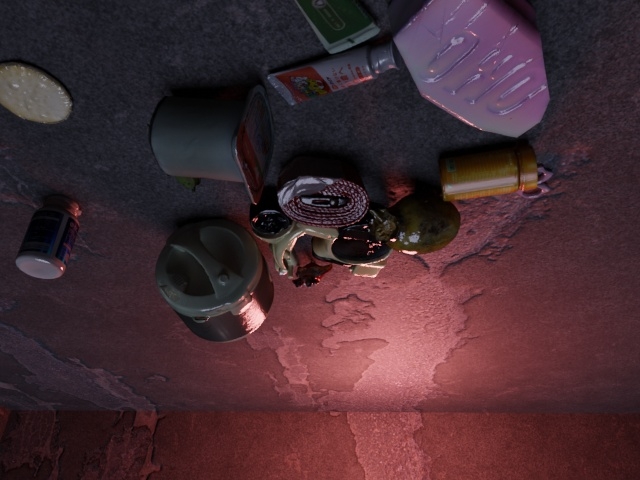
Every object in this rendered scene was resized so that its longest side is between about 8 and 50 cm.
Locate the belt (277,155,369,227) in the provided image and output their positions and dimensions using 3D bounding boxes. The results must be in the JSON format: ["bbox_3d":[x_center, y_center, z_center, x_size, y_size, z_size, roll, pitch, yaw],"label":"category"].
[{"bbox_3d":[0.001,-0.111,1.121,0.201,0.124,0.127,5,123,-11],"label":"belt"}]

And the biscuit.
[{"bbox_3d":[-0.555,-0.278,0.970,0.152,0.020,0.152,1,147,0],"label":"biscuit"}]

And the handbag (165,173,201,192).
[{"bbox_3d":[-0.304,-0.154,1.131,0.072,0.047,0.111,-9,144,18],"label":"handbag"}]

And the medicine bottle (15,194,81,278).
[{"bbox_3d":[-0.656,-0.011,1.233,0.107,0.191,0.107,1,147,0],"label":"medicine bottle"}]

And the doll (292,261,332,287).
[{"bbox_3d":[-0.031,0.102,1.446,0.109,0.169,0.057,-5,108,12],"label":"doll"}]

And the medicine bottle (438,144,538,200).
[{"bbox_3d":[0.354,-0.143,1.081,0.192,0.096,0.096,-8,146,14],"label":"medicine bottle"}]

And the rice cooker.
[{"bbox_3d":[-0.272,0.103,1.336,0.289,0.288,0.277,-3,146,7],"label":"rice cooker"}]

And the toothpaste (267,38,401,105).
[{"bbox_3d":[0.025,-0.298,0.899,0.234,0.057,0.089,-7,153,28],"label":"toothpaste"}]

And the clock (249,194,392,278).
[{"bbox_3d":[0.000,0.000,1.305,0.379,0.120,0.276,7,144,-9],"label":"clock"}]

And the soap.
[{"bbox_3d":[0.258,-0.302,0.826,0.324,0.109,0.193,21,143,-29],"label":"soap"}]

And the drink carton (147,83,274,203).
[{"bbox_3d":[-0.199,-0.191,0.964,0.190,0.190,0.185,4,151,14],"label":"drink carton"}]

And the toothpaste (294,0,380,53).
[{"bbox_3d":[-0.045,-0.412,0.709,0.099,0.061,0.392,-14,149,30],"label":"toothpaste"}]

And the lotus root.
[{"bbox_3d":[0.213,-0.035,1.164,0.278,0.154,0.154,-4,158,-44],"label":"lotus root"}]

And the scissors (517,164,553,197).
[{"bbox_3d":[0.424,-0.126,1.175,0.212,0.021,0.110,-6,145,10],"label":"scissors"}]
